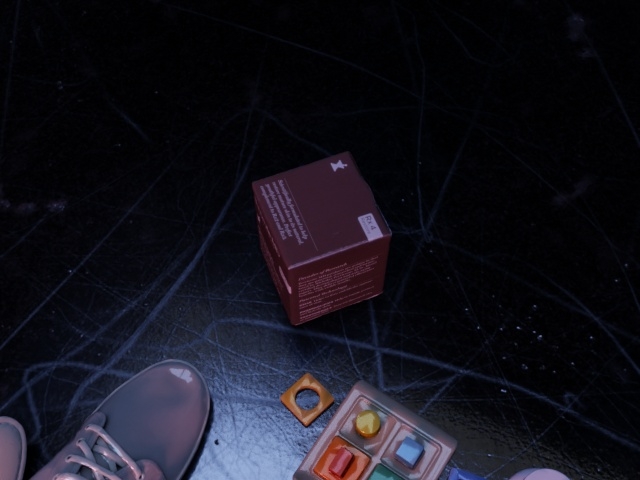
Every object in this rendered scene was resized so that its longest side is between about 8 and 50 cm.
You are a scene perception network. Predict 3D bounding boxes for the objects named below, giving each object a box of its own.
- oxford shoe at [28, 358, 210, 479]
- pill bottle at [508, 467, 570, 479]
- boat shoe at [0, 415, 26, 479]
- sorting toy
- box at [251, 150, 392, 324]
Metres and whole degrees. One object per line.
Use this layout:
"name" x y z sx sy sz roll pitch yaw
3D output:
"oxford shoe" -0.310 0.333 1.146 0.169 0.130 0.449 37 56 11
"pill bottle" 0.286 0.368 1.117 0.103 0.184 0.103 0 59 0
"boat shoe" -0.514 0.397 1.143 0.097 0.116 0.324 -11 53 39
"sorting toy" 0.081 0.320 1.223 0.348 0.047 0.196 30 64 16
"box" 0.000 0.000 1.319 0.167 0.203 0.168 -19 61 -10
